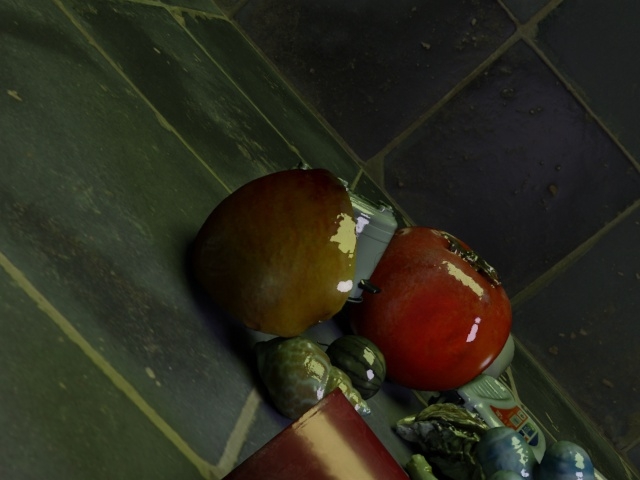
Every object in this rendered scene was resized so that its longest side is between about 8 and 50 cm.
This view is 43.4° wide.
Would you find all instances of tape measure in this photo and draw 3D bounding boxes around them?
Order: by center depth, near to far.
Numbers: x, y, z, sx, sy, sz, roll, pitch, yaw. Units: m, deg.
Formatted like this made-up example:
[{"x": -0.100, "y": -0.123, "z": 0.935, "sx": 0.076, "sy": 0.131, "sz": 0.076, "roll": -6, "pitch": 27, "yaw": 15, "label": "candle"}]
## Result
[{"x": 0.352, "y": 0.397, "z": 1.690, "sx": 0.246, "sy": 0.125, "sz": 0.243, "roll": 50, "pitch": 20, "yaw": 17, "label": "tape measure"}]

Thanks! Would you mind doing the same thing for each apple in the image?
[{"x": -0.074, "y": 0.002, "z": 1.219, "sx": 0.346, "sy": 0.254, "sz": 0.179, "roll": 51, "pitch": -17, "yaw": 56, "label": "apple"}]

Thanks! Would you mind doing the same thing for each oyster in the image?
[{"x": 0.280, "y": 0.401, "z": 1.468, "sx": 0.351, "sy": 0.158, "sz": 0.162, "roll": 36, "pitch": -25, "yaw": -19, "label": "oyster"}]

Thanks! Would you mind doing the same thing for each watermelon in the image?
[{"x": 0.046, "y": 0.201, "z": 1.321, "sx": 0.133, "sy": 0.105, "sz": 0.105, "roll": 37, "pitch": 9, "yaw": 21, "label": "watermelon"}]

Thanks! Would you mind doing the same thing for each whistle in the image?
[{"x": 0.193, "y": 0.429, "z": 1.277, "sx": 0.198, "sy": 0.057, "sz": 0.104, "roll": 52, "pitch": 2, "yaw": 40, "label": "whistle"}]

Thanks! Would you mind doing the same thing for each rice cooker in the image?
[{"x": 0.000, "y": 0.000, "z": 1.458, "sx": 0.281, "sy": 0.227, "sz": 0.241, "roll": 30, "pitch": 7, "yaw": 16, "label": "rice cooker"}]

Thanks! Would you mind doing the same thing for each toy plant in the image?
[{"x": 0.352, "y": 0.452, "z": 1.280, "sx": 0.247, "sy": 0.247, "sz": 0.332, "roll": 24, "pitch": 33, "yaw": -60, "label": "toy plant"}]

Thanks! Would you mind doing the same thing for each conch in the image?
[{"x": -0.027, "y": 0.191, "z": 1.131, "sx": 0.173, "sy": 0.106, "sz": 0.116, "roll": 44, "pitch": -14, "yaw": 55, "label": "conch"}]

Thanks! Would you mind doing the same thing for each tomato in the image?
[{"x": 0.215, "y": 0.136, "z": 1.604, "sx": 0.325, "sy": 0.290, "sz": 0.293, "roll": 40, "pitch": 15, "yaw": -8, "label": "tomato"}]

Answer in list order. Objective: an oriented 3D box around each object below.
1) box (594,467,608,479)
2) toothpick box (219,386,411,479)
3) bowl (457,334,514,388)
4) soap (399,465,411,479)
[{"x": 0.612, "y": 0.589, "z": 1.793, "sx": 0.264, "sy": 0.106, "sz": 0.336, "roll": 43, "pitch": -4, "yaw": 18, "label": "box"}, {"x": 0.042, "y": 0.329, "z": 0.751, "sx": 0.333, "sy": 0.204, "sz": 0.204, "roll": 52, "pitch": 14, "yaw": 8, "label": "toothpick box"}, {"x": 0.331, "y": 0.266, "z": 1.858, "sx": 0.211, "sy": 0.211, "sz": 0.112, "roll": 48, "pitch": 39, "yaw": -5, "label": "bowl"}, {"x": 0.101, "y": 0.390, "z": 1.034, "sx": 0.135, "sy": 0.076, "sz": 0.233, "roll": 48, "pitch": 13, "yaw": -9, "label": "soap"}]
